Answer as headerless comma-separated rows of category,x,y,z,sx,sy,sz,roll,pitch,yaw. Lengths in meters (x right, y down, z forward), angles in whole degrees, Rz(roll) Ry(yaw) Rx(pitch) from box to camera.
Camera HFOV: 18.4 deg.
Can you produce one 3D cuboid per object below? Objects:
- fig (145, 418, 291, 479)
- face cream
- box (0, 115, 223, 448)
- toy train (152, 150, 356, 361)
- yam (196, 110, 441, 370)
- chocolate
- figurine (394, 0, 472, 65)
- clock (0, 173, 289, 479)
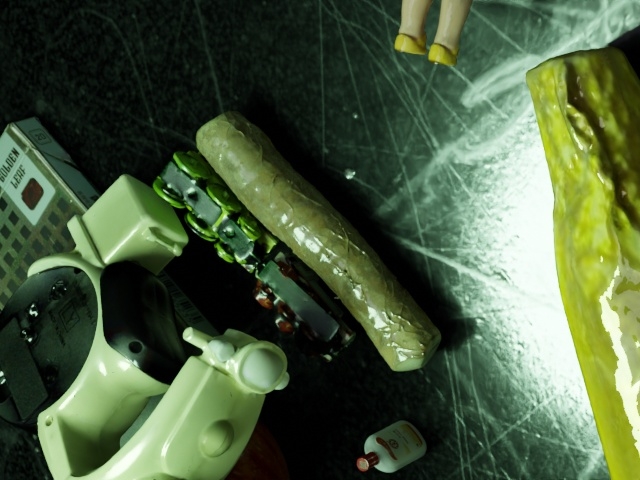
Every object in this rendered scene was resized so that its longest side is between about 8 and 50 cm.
fig,-0.085,0.244,1.889,0.207,0.175,0.175,18,115,8
face cream,0.062,0.190,1.791,0.040,0.083,0.021,50,127,14
box,-0.243,0.049,2.010,0.325,0.047,0.180,48,126,17
toy train,-0.057,0.014,1.834,0.249,0.085,0.053,47,109,16
yam,0.000,0.000,1.798,0.299,0.066,0.066,48,126,17
chocolate,0.260,0.065,1.553,0.162,0.162,0.445,-18,90,40
figurine,0.114,-0.265,1.599,0.175,0.116,0.240,20,115,33
clock,-0.171,0.134,1.794,0.276,0.120,0.379,-47,47,12
